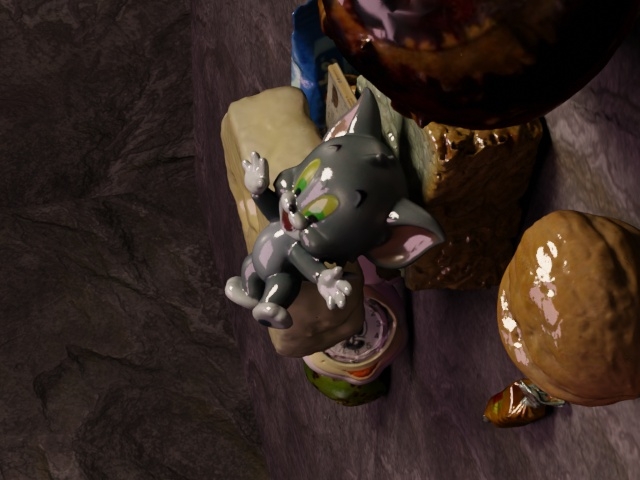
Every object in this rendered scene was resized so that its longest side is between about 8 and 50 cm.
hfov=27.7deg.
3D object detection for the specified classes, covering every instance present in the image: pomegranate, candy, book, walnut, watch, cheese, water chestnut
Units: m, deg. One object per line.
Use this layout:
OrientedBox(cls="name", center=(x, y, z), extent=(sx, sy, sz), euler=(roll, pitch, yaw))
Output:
OrientedBox(cls="pomegranate", center=(0.032, 0.184, 2.083), extent=(0.143, 0.122, 0.169), euler=(32, -140, -66))
OrientedBox(cls="candy", center=(0.030, -0.208, 1.708), extent=(0.077, 0.187, 0.331), euler=(43, 152, 30))
OrientedBox(cls="book", center=(0.038, -0.092, 1.472), extent=(0.198, 0.016, 0.138), euler=(-112, 19, -47))
OrientedBox(cls="walnut", center=(0.218, 0.056, 1.059), extent=(0.166, 0.149, 0.166), euler=(60, -170, -17))
OrientedBox(cls="candy", center=(0.212, 0.175, 1.391), extent=(0.182, 0.053, 0.046), euler=(125, 143, -71))
OrientedBox(cls="watch", center=(0.023, 0.072, 1.922), extent=(0.217, 0.211, 0.248), euler=(-105, 2, -69))
OrientedBox(cls="cheese", center=(-0.037, -0.021, 1.576), extent=(0.318, 0.115, 0.326), euler=(-135, 31, -75))
OrientedBox(cls="water chestnut", center=(0.139, -0.224, 1.034), extent=(0.300, 0.300, 0.300), euler=(171, 90, -78))

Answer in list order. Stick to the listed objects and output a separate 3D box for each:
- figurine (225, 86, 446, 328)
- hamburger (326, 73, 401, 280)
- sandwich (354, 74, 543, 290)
OrientedBox(cls="figurine", center=(0.002, 0.002, 1.340), extent=(0.193, 0.140, 0.265), euler=(60, 142, 31))
OrientedBox(cls="hamburger", center=(0.086, -0.085, 1.658), extent=(0.124, 0.131, 0.262), euler=(12, 112, 32))
OrientedBox(cls="sandwich", center=(0.123, -0.095, 1.424), extent=(0.325, 0.131, 0.262), euler=(95, 161, -52))
